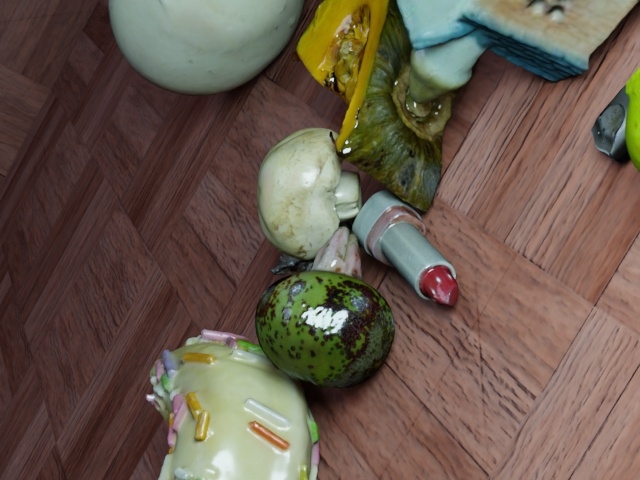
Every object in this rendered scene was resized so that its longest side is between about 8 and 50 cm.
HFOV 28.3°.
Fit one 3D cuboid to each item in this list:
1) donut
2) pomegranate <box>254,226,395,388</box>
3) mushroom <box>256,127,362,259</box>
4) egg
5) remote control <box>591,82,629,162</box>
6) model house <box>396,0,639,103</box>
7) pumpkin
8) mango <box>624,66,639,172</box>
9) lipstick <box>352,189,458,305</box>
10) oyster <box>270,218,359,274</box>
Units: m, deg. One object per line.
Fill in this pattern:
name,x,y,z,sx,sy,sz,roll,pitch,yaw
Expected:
donut,-0.137,0.276,1.325,0.307,0.150,0.371,6,71,63
pomegranate,0.010,0.075,1.267,0.138,0.126,0.163,5,38,20
mushroom,-0.013,-0.050,1.343,0.148,0.112,0.148,-2,-90,-87
egg,-0.172,-0.354,1.853,0.345,0.283,0.283,133,153,-57
remote control,0.298,-0.156,1.042,0.212,0.028,0.059,-54,28,20
model house,0.164,-0.263,1.170,0.194,0.267,0.325,-81,18,-44
pumpkin,0.056,-0.163,1.388,0.190,0.139,0.281,-15,50,53
mango,0.288,-0.121,0.949,0.178,0.100,0.119,-62,21,-14
lipstick,0.094,0.018,1.246,0.063,0.057,0.186,-55,32,12
oyster,-0.003,0.001,1.448,0.108,0.053,0.165,-50,14,-15
